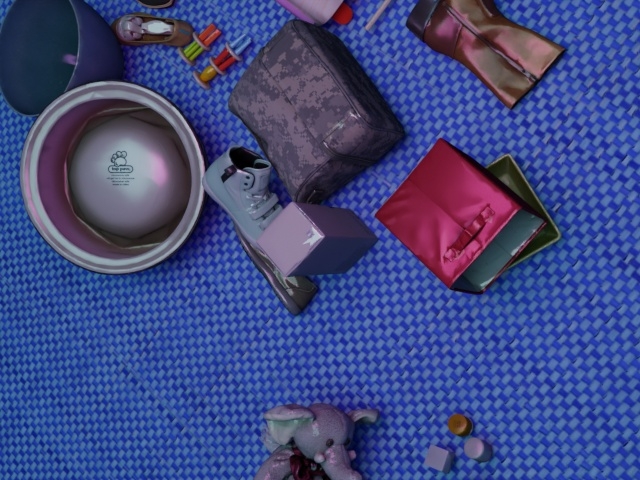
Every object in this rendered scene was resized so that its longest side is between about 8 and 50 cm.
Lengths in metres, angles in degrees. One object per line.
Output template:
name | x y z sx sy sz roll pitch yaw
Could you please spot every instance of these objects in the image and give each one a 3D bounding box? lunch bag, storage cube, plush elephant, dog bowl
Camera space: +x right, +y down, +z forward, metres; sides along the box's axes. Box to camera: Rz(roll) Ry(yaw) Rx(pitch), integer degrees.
lunch bag | -0.026 -0.244 1.559 0.256 0.213 0.305 -41 71 23
storage cube | 0.249 -0.037 1.392 0.193 0.215 0.183 46 106 25
plush elephant | -0.001 0.427 1.498 0.255 0.272 0.330 -62 41 36
dog bowl | -0.424 -0.136 1.710 0.408 0.150 0.407 1 96 8

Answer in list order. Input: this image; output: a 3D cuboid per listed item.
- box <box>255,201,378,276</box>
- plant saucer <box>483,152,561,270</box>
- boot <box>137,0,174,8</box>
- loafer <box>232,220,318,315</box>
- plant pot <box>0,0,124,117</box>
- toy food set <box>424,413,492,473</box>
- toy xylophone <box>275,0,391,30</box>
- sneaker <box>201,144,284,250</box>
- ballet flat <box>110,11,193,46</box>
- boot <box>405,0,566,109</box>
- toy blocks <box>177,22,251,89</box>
box | 0.000 0.000 1.505 0.113 0.275 0.094 -46 72 15
plant saucer | 0.327 -0.036 1.493 0.188 0.045 0.188 -33 76 19
boot | -0.435 -0.587 1.783 0.198 0.137 0.076 23 97 21
loafer | -0.094 0.037 1.657 0.087 0.094 0.251 -35 84 -7
plant pot | -0.564 -0.409 1.790 0.290 0.195 0.290 -1 88 34
toy food set | 0.263 0.454 1.497 0.111 0.104 0.232 12 75 36
toy xylophone | 0.060 -0.560 1.577 0.236 0.081 0.322 41 99 -20
sneaker | -0.113 -0.075 1.557 0.256 0.094 0.151 42 145 -4
ballet flat | -0.400 -0.485 1.800 0.232 0.073 0.080 7 93 23
boot | 0.335 -0.427 1.475 0.280 0.096 0.264 41 103 18
toy blocks | -0.228 -0.423 1.735 0.148 0.054 0.123 -37 76 18
